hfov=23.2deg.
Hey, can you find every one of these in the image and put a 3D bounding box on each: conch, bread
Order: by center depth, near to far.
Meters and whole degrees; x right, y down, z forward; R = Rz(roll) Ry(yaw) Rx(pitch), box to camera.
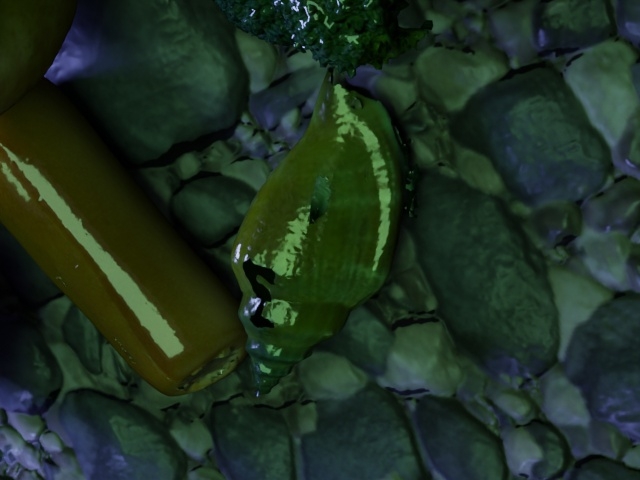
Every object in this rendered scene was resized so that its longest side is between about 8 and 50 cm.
[{"bbox_3d":[-0.002,0.002,0.953,0.095,0.079,0.201,29,111,-6],"label":"conch"},{"bbox_3d":[-0.144,0.002,1.020,0.239,0.074,0.092,49,116,4],"label":"bread"}]

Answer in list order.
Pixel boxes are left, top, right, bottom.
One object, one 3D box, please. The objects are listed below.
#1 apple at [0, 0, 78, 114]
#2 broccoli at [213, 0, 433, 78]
[{"bbox_3d":[-0.274,-0.190,0.909,0.233,0.286,0.286,12,113,30],"label":"apple"},{"bbox_3d":[0.058,-0.207,0.751,0.297,0.297,0.297,22,119,-10],"label":"broccoli"}]
